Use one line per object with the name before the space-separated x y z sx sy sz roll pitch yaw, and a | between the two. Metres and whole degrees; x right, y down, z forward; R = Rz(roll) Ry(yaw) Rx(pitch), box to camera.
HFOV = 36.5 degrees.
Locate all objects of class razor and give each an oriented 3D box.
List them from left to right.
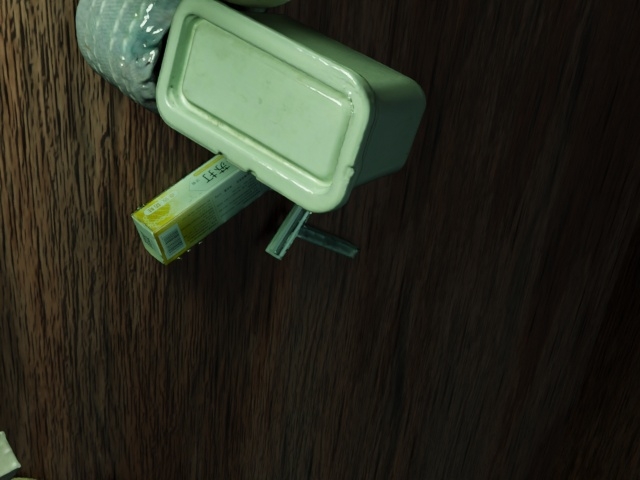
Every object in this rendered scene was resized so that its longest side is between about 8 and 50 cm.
razor | -0.007 -0.006 1.878 0.111 0.056 0.278 -58 152 8

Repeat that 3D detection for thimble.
thimble | -0.196 -0.292 1.309 0.236 0.172 0.205 -48 148 -11

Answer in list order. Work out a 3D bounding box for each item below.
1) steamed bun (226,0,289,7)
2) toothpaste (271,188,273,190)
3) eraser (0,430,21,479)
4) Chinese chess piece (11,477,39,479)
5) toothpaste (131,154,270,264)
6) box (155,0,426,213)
steamed bun | -0.145 -0.514 1.070 0.371 0.290 0.455 5 98 -52
toothpaste | -0.044 -0.105 1.757 0.164 0.034 0.046 9 111 -52
eraser | -0.623 0.404 1.435 0.343 0.078 0.144 -25 167 -35
Chinese chess piece | -0.551 0.567 1.649 0.338 0.140 0.338 -30 140 -29
toothpaste | -0.161 -0.088 1.607 0.313 0.071 0.089 -38 140 -21
box | -0.026 -0.179 1.204 0.182 0.312 0.175 -18 133 -50
